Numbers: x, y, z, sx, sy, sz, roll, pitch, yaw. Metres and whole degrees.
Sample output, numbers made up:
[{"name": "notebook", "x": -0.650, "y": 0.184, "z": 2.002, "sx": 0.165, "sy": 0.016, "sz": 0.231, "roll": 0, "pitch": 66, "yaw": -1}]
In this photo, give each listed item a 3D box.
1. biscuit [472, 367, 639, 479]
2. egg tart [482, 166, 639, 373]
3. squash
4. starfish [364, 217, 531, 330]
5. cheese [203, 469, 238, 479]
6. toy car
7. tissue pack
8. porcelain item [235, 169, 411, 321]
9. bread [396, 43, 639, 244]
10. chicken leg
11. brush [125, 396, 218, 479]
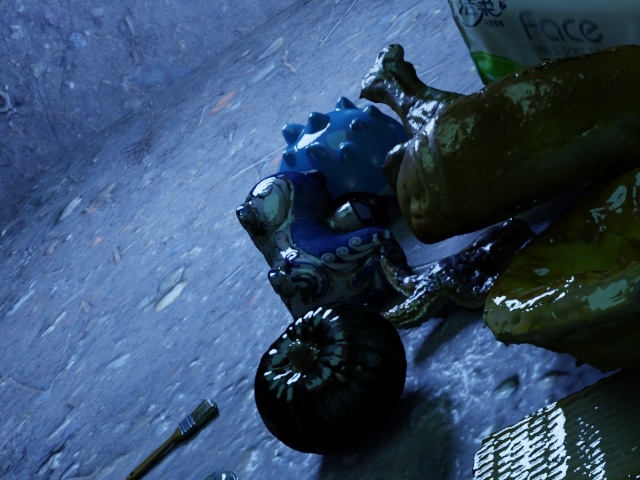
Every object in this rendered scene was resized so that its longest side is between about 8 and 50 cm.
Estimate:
[{"name": "biscuit", "x": 0.258, "y": 0.201, "z": 1.279, "sx": 0.254, "sy": 0.029, "sz": 0.172, "roll": -30, "pitch": 23, "yaw": 22}, {"name": "egg tart", "x": 0.318, "y": 0.030, "z": 1.340, "sx": 0.341, "sy": 0.132, "sz": 0.341, "roll": -34, "pitch": 10, "yaw": 7}, {"name": "squash", "x": 0.010, "y": 0.163, "z": 1.597, "sx": 0.193, "sy": 0.156, "sz": 0.193, "roll": -50, "pitch": 26, "yaw": 36}, {"name": "starfish", "x": 0.160, "y": 0.046, "z": 1.702, "sx": 0.238, "sy": 0.071, "sz": 0.216, "roll": -31, "pitch": 15, "yaw": -12}, {"name": "cheese", "x": -0.124, "y": 0.319, "z": 1.677, "sx": 0.067, "sy": 0.026, "sz": 0.120, "roll": -47, "pitch": 23, "yaw": -17}, {"name": "toy car", "x": 0.025, "y": -0.120, "z": 2.077, "sx": 0.255, "sy": 0.190, "sz": 0.188, "roll": -16, "pitch": 32, "yaw": 50}, {"name": "tissue pack", "x": 0.422, "y": -0.357, "z": 1.789, "sx": 0.332, "sy": 0.205, "sz": 0.405, "roll": -45, "pitch": 33, "yaw": -21}, {"name": "porcelain item", "x": 0.000, "y": 0.000, "z": 1.891, "sx": 0.186, "sy": 0.138, "sz": 0.288, "roll": -30, "pitch": 44, "yaw": 1}, {"name": "bread", "x": 0.242, "y": -0.116, "z": 1.571, "sx": 0.337, "sy": 0.148, "sz": 0.328, "roll": -22, "pitch": -1, "yaw": -1}, {"name": "chicken leg", "x": 0.163, "y": -0.150, "z": 1.904, "sx": 0.211, "sy": 0.140, "sz": 0.361, "roll": -37, "pitch": 39, "yaw": -23}, {"name": "brush", "x": -0.214, "y": 0.289, "z": 1.906, "sx": 0.170, "sy": 0.014, "sz": 0.043, "roll": -43, "pitch": 22, "yaw": -3}]
